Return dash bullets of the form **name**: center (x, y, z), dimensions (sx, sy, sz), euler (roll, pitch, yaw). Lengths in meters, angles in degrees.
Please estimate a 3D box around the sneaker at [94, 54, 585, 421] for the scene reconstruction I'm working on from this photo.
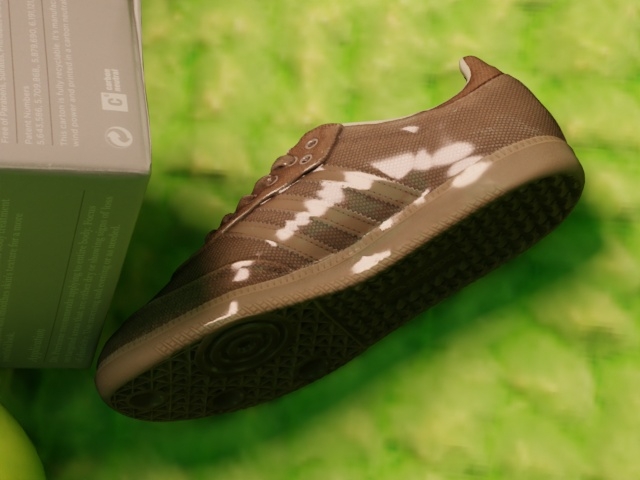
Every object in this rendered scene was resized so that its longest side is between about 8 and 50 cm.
- **sneaker**: center (0.000, 0.000, 0.503), dimensions (0.188, 0.066, 0.071), euler (-26, 56, 0)

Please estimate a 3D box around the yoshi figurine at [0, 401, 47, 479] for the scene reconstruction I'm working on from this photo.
- **yoshi figurine**: center (-0.214, 0.164, 0.457), dimensions (0.362, 0.203, 0.203), euler (-37, 49, 17)

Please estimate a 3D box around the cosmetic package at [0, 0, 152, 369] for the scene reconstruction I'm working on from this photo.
- **cosmetic package**: center (-0.183, -0.027, 0.446), dimensions (0.238, 0.127, 0.107), euler (5, 54, -19)
